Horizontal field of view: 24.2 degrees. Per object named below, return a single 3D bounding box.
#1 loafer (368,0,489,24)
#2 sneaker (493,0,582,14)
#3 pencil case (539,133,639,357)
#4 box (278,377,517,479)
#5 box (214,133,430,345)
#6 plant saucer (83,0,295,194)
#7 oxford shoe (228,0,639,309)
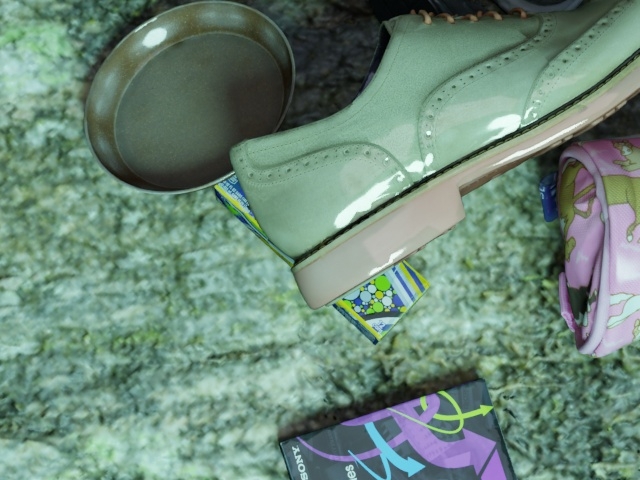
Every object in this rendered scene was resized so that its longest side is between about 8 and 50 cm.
[{"bbox_3d":[0.102,-0.165,1.153,0.170,0.062,0.061,45,50,0],"label":"loafer"},{"bbox_3d":[0.110,-0.282,1.135,0.262,0.121,0.099,39,80,4],"label":"sneaker"},{"bbox_3d":[0.361,-0.014,1.078,0.386,0.167,0.160,-7,102,-4],"label":"pencil case"},{"bbox_3d":[0.062,0.180,1.101,0.162,0.029,0.116,-18,82,-4],"label":"box"},{"bbox_3d":[0.000,0.000,1.116,0.169,0.054,0.059,43,81,4],"label":"box"},{"bbox_3d":[-0.095,-0.103,1.115,0.168,0.029,0.168,-8,62,16],"label":"plant saucer"},{"bbox_3d":[0.119,-0.118,1.039,0.397,0.140,0.146,-35,89,-11],"label":"oxford shoe"}]
